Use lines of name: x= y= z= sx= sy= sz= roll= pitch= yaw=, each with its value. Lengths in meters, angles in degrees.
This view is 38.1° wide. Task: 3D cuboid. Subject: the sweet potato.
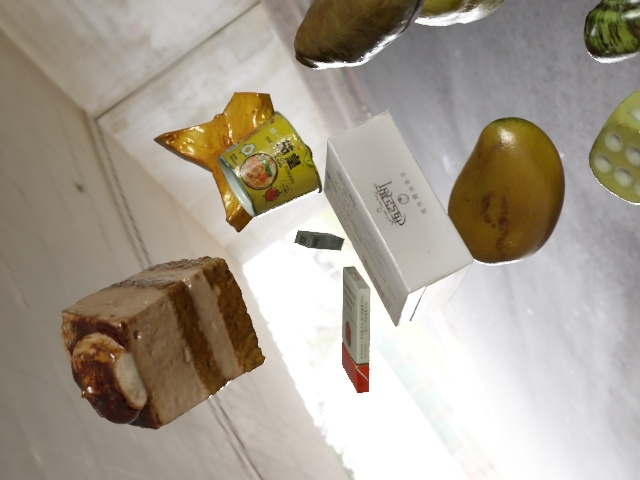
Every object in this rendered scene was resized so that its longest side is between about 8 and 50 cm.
sweet potato: x=0.080 y=-0.388 z=1.579 sx=0.158 sy=0.158 sz=0.369 roll=54 pitch=156 yaw=-13

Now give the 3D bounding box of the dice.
dice: x=0.651 y=-0.184 z=1.850 sx=0.169 sy=0.169 sz=0.166 roll=36 pitch=142 yaw=23

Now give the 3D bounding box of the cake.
cake: x=-0.258 y=0.164 z=1.386 sx=0.198 sy=0.293 sz=0.196 roll=-2 pitch=112 yaw=44

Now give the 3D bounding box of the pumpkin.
pumpkin: x=-0.180 y=-0.196 z=1.982 sx=0.290 sy=0.258 sz=0.095 roll=51 pitch=-162 yaw=16

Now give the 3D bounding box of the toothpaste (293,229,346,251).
toothpaste: x=0.000 y=0.000 z=2.028 sx=0.046 sy=0.034 sz=0.164 roll=20 pitch=-173 yaw=26

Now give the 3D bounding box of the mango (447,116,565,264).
mango: x=0.438 y=-0.113 z=2.178 sx=0.221 sy=0.263 sz=0.378 roll=-62 pitch=-20 yaw=-54

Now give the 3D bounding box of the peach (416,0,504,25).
peach: x=0.294 y=-0.651 z=2.175 sx=0.315 sy=0.314 sz=0.282 roll=-157 pitch=69 yaw=-65

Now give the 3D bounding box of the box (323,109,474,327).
box: x=0.112 y=-0.028 z=1.448 sx=0.274 sy=0.116 sz=0.203 roll=63 pitch=170 yaw=18

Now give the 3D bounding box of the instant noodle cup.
instant noodle cup: x=-0.102 y=-0.135 z=1.777 sx=0.182 sy=0.144 sz=0.182 roll=56 pitch=169 yaw=17

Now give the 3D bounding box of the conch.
conch: x=0.624 y=-0.463 z=1.865 sx=0.124 sy=0.187 sz=0.182 roll=156 pitch=100 yaw=-89

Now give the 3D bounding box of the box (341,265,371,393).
box: x=0.076 y=0.191 z=1.997 sx=0.139 sy=0.035 sz=0.245 roll=-124 pitch=32 yaw=-65
